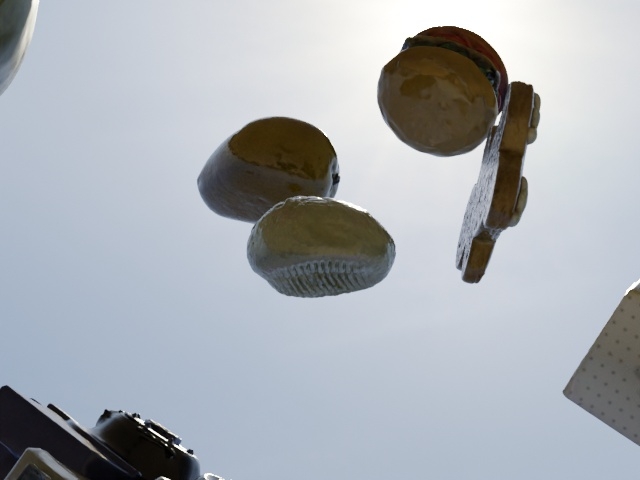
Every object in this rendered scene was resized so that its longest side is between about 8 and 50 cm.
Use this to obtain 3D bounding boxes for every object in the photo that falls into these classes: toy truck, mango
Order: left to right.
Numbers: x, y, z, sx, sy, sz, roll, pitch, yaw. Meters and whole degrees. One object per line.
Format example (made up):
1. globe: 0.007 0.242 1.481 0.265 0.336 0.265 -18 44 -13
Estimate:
1. toy truck: -0.131 0.161 0.652 0.213 0.177 0.161 24 -106 43
2. mango: -0.062 -0.073 1.386 0.195 0.137 0.098 -8 -125 44

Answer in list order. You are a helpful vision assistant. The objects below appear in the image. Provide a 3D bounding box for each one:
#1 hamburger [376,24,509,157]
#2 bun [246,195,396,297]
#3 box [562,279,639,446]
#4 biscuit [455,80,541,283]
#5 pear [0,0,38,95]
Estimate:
1. hamburger: 0.148 -0.181 1.522 0.162 0.162 0.115 19 -137 14
2. bun: 0.000 0.000 0.968 0.115 0.115 0.069 2 -110 -14
3. box: 0.322 0.095 0.918 0.210 0.095 0.330 33 -161 16
4. biscuit: 0.157 -0.038 1.133 0.035 0.240 0.158 14 -110 3
5. pear: -0.202 -0.113 0.480 0.198 0.198 0.198 8 -149 -5
